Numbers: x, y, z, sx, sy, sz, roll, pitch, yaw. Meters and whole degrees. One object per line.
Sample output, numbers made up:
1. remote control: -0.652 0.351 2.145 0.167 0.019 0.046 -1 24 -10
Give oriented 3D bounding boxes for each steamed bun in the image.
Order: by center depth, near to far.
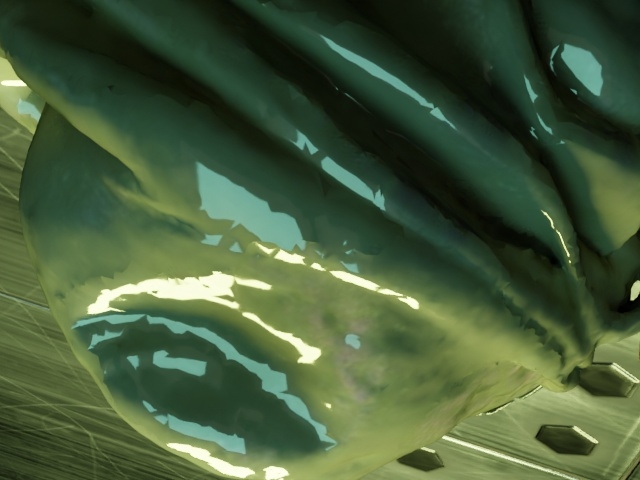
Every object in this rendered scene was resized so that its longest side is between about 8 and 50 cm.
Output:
1. steamed bun: 0.027 -0.063 0.475 0.207 0.280 0.268 -39 74 44

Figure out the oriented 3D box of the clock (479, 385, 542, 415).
1. clock: 0.000 0.000 0.775 0.325 0.067 0.325 15 146 10
